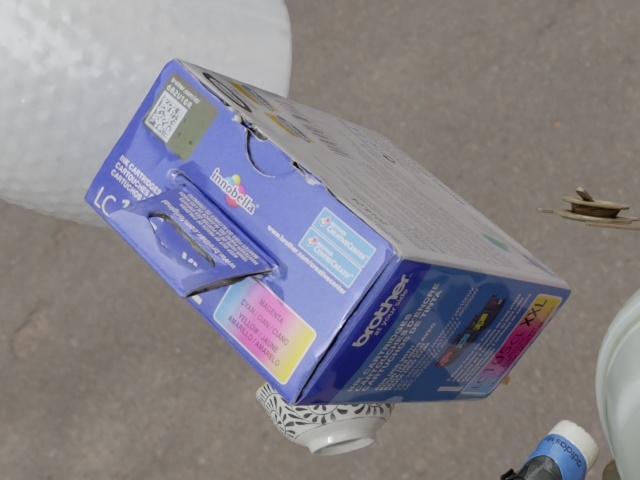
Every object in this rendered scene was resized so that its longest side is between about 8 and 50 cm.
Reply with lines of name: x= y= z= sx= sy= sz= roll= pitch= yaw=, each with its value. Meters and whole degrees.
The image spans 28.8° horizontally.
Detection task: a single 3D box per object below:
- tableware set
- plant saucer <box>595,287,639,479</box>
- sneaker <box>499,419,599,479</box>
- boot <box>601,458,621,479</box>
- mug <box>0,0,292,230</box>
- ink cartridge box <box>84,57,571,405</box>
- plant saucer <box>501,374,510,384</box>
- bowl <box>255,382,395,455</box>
tableware set: x=0.356 y=-0.036 z=1.402 sx=0.194 sy=0.039 sz=0.128 roll=4 pitch=7 yaw=-18
plant saucer: x=0.324 y=0.186 z=0.738 sx=0.400 sy=0.400 sz=0.100 roll=10 pitch=45 yaw=45
sneaker: x=0.176 y=0.212 z=0.989 sx=0.058 sy=0.152 sz=0.084 roll=38 pitch=63 yaw=27
boot: x=0.366 y=0.263 z=1.319 sx=0.219 sy=0.106 sz=0.082 roll=-2 pitch=85 yaw=51
mug: x=-0.217 y=-0.199 z=1.202 sx=0.276 sy=0.328 sz=0.374 roll=-131 pitch=55 yaw=-61
ink cartridge box: x=0.000 y=0.000 z=1.029 sx=0.270 sy=0.395 sz=0.151 roll=42 pitch=104 yaw=29
plant saucer: x=0.231 y=0.169 z=2.048 sx=0.037 sy=0.200 sz=0.200 roll=-58 pitch=36 yaw=4
bowl: x=0.018 y=0.192 z=1.386 sx=0.170 sy=0.170 sz=0.080 roll=-20 pitch=70 yaw=18
